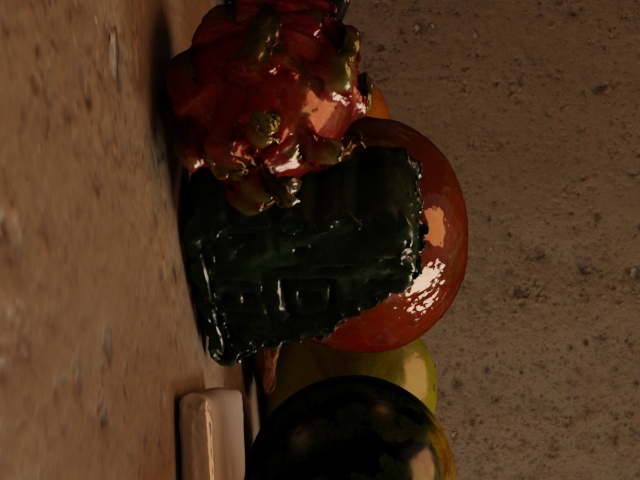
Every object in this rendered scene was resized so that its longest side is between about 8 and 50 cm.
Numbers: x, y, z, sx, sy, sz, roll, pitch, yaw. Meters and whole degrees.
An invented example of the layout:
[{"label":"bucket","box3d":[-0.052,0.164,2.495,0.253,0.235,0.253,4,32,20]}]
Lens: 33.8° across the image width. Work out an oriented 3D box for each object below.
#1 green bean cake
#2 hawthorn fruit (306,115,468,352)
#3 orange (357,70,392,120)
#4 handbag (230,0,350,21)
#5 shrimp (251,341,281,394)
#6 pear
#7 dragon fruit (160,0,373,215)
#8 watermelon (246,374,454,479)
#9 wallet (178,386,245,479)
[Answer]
[{"label":"green bean cake","box3d":[-0.009,0.020,0.913,0.107,0.208,0.193,-87,172,-50]},{"label":"hawthorn fruit","box3d":[0.027,-0.016,1.122,0.284,0.284,0.284,-3,90,-89]},{"label":"orange","box3d":[0.005,-0.156,1.637,0.240,0.240,0.240,-3,90,-89]},{"label":"handbag","box3d":[-0.018,-0.377,1.263,0.181,0.181,0.254,-126,-133,-69]},{"label":"shrimp","box3d":[-0.069,0.078,1.304,0.178,0.075,0.289,-87,-173,-52]},{"label":"pear","box3d":[0.042,0.233,1.510,0.253,0.253,0.307,-90,177,-69]},{"label":"dragon fruit","box3d":[-0.039,-0.101,0.809,0.160,0.166,0.172,-38,-163,55]},{"label":"watermelon","box3d":[0.035,0.284,1.224,0.269,0.269,0.269,-3,90,-89]},{"label":"wallet","box3d":[-0.086,0.167,0.856,0.190,0.033,0.095,74,14,-82]}]
